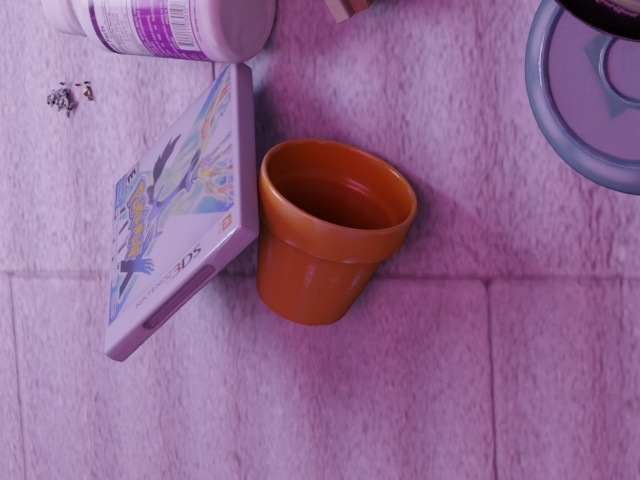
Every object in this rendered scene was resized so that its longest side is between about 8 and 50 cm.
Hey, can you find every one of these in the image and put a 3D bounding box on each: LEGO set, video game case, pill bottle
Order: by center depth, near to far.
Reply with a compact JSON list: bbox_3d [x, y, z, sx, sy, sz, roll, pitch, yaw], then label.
[{"bbox_3d":[-0.189,-0.043,1.786,0.300,0.036,0.329,-42,34,31],"label":"video game case"},{"bbox_3d":[-0.226,-0.335,1.827,0.302,0.169,0.169,9,100,27],"label":"pill bottle"},{"bbox_3d":[-0.383,-0.217,2.008,0.083,0.023,0.054,-33,79,28],"label":"LEGO set"}]

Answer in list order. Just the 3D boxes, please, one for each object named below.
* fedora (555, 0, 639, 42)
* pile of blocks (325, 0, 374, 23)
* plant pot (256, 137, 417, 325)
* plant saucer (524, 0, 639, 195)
[{"bbox_3d":[0.358,-0.390,1.463,0.334,0.152,0.334,-1,84,14],"label":"fedora"},{"bbox_3d":[0.023,-0.463,1.687,0.113,0.149,0.362,-20,86,29],"label":"pile of blocks"},{"bbox_3d":[0.000,0.000,1.737,0.205,0.205,0.188,35,126,21],"label":"plant pot"},{"bbox_3d":[0.385,-0.209,1.577,0.318,0.044,0.317,4,98,28],"label":"plant saucer"}]
